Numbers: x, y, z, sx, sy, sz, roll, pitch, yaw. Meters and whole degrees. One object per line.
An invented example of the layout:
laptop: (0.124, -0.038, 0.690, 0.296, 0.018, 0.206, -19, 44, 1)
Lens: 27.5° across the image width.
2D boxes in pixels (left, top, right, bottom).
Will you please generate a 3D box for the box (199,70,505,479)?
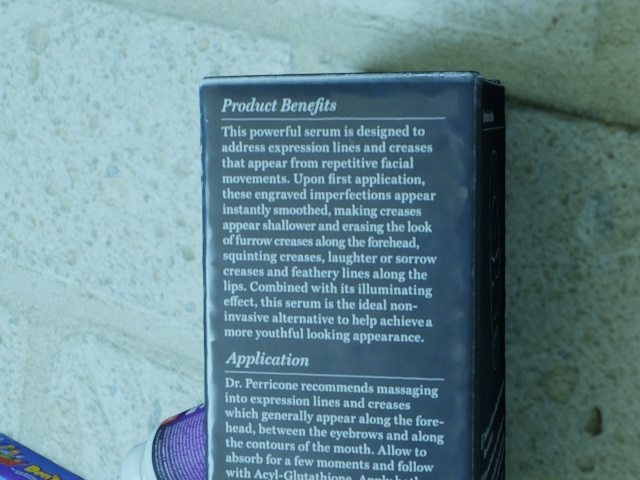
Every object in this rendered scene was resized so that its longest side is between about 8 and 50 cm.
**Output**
box: (0.041, 0.061, 1.084, 0.212, 0.293, 0.395, 1, 95, 12)

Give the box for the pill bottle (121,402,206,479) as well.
pill bottle: (-0.113, 0.223, 1.357, 0.193, 0.108, 0.108, -26, 79, 34)

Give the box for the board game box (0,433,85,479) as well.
board game box: (-0.364, 0.438, 1.577, 0.233, 0.078, 0.347, 20, 106, 32)
